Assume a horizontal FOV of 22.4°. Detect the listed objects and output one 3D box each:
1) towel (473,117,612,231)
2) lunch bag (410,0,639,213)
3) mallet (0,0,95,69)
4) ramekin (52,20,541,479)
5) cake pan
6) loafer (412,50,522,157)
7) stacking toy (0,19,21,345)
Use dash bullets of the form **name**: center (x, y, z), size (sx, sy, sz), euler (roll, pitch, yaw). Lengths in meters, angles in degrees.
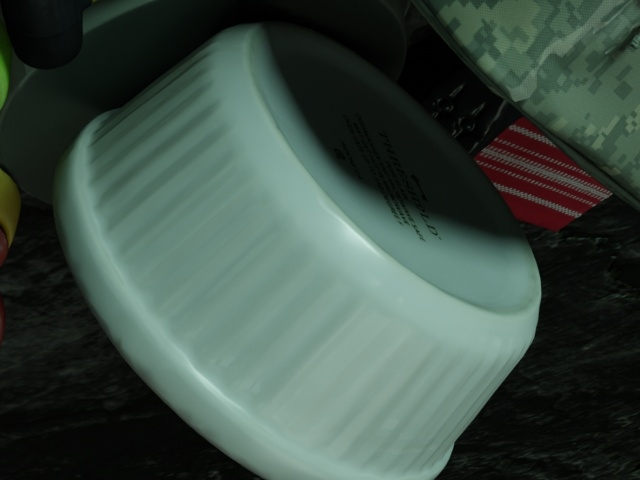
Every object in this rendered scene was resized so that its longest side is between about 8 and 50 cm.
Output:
- **towel**: center (0.217, -0.099, 1.221), size (0.275, 0.031, 0.199), euler (-37, 149, 31)
- **lunch bag**: center (0.184, -0.173, 0.829), size (0.256, 0.212, 0.305), euler (-44, 145, 12)
- **mallet**: center (-0.073, -0.137, 0.828), size (0.189, 0.039, 0.062), euler (-19, 149, -23)
- **ramekin**: center (0.000, 0.000, 0.873), size (0.127, 0.273, 0.273), euler (-45, 147, 24)
- **cake pan**: center (-0.075, -0.102, 0.973), size (0.293, 0.054, 0.293), euler (-16, 156, -7)
- **loafer**: center (0.133, -0.127, 1.064), size (0.223, 0.076, 0.078), euler (-42, -173, 25)
- **stacking toy**: center (-0.297, -0.012, 0.840), size (0.309, 0.130, 0.279), euler (3, 151, -19)
